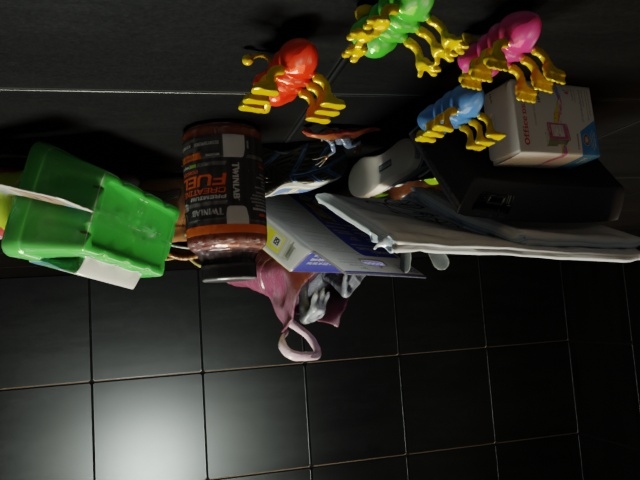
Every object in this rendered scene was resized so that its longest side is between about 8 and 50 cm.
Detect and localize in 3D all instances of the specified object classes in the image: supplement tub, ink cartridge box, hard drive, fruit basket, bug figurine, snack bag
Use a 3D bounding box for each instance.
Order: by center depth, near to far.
[{"bbox_3d":[0.077,-0.151,0.578,0.279,0.072,0.216,5,164,-30],"label":"bug figurine"},{"bbox_3d":[0.258,-0.134,0.754,0.122,0.088,0.052,-2,170,-24],"label":"ink cartridge box"},{"bbox_3d":[0.256,-0.096,0.824,0.255,0.172,0.054,1,135,-24],"label":"hard drive"},{"bbox_3d":[-0.122,-0.046,0.832,0.106,0.197,0.106,-5,173,-1],"label":"supplement tub"},{"bbox_3d":[0.185,-0.031,0.862,0.343,0.037,0.323,2,-167,-16],"label":"snack bag"},{"bbox_3d":[-0.406,-0.029,0.939,0.353,0.165,0.327,3,168,19],"label":"fruit basket"},{"bbox_3d":[0.000,0.000,1.166,0.307,0.072,0.304,41,-162,29],"label":"ink cartridge box"}]

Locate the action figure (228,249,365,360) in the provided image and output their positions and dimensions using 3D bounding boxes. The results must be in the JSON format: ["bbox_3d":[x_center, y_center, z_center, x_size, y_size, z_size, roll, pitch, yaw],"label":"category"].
[{"bbox_3d":[-0.097,0.079,1.372,0.370,0.275,0.248,13,175,34],"label":"action figure"}]

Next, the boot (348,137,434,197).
[{"bbox_3d":[0.124,-0.106,1.018,0.086,0.069,0.190,5,169,-29],"label":"boot"}]

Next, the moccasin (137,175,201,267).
[{"bbox_3d":[-0.265,-0.017,1.244,0.139,0.147,0.380,-3,174,-10],"label":"moccasin"}]

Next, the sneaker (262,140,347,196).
[{"bbox_3d":[-0.067,-0.096,0.955,0.211,0.080,0.081,-2,171,-3],"label":"sneaker"}]

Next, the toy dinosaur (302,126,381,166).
[{"bbox_3d":[0.019,-0.143,0.862,0.090,0.047,0.082,-43,146,23],"label":"toy dinosaur"}]

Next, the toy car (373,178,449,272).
[{"bbox_3d":[0.176,-0.040,1.110,0.149,0.188,0.155,2,172,-42],"label":"toy car"}]
